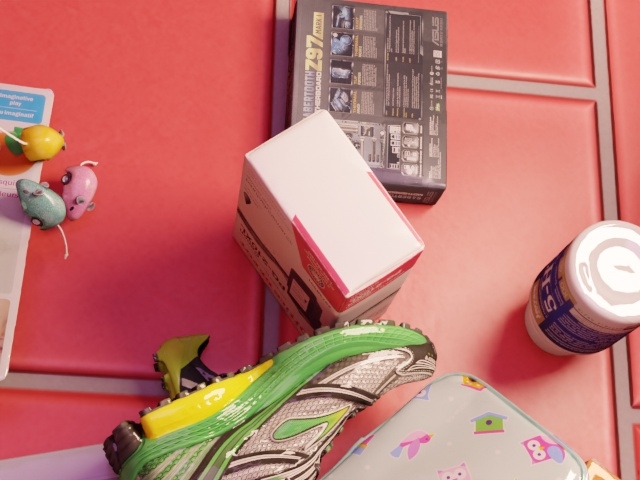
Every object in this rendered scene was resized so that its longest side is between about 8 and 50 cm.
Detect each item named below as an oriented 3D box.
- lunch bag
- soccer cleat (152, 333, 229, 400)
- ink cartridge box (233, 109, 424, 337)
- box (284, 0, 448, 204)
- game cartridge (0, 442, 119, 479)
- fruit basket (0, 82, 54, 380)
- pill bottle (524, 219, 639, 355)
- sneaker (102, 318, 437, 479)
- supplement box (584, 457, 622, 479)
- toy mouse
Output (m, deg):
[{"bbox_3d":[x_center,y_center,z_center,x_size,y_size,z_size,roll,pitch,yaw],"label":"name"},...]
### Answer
[{"bbox_3d":[0.118,0.282,1.170,0.279,0.108,0.224,-39,52,-19],"label":"lunch bag"},{"bbox_3d":[-0.117,0.178,1.238,0.072,0.060,0.179,-17,70,-14],"label":"soccer cleat"},{"bbox_3d":[0.000,0.000,1.228,0.100,0.237,0.172,-32,78,-16],"label":"ink cartridge box"},{"bbox_3d":[0.053,-0.163,1.392,0.183,0.059,0.233,4,70,-8],"label":"box"},{"bbox_3d":[-0.272,0.308,1.169,0.294,0.060,0.196,-7,68,-12],"label":"game cartridge"},{"bbox_3d":[-0.455,-0.034,1.208,0.327,0.165,0.353,6,66,-7],"label":"fruit basket"},{"bbox_3d":[0.286,0.061,1.278,0.112,0.187,0.112,3,69,-8],"label":"pill bottle"},{"bbox_3d":[-0.029,0.185,1.172,0.343,0.134,0.146,-24,77,-20],"label":"sneaker"},{"bbox_3d":[0.236,0.340,1.226,0.078,0.080,0.233,38,67,7],"label":"supplement box"},{"bbox_3d":[-0.272,-0.053,1.267,0.031,0.161,0.143,-12,86,24],"label":"toy mouse"}]
